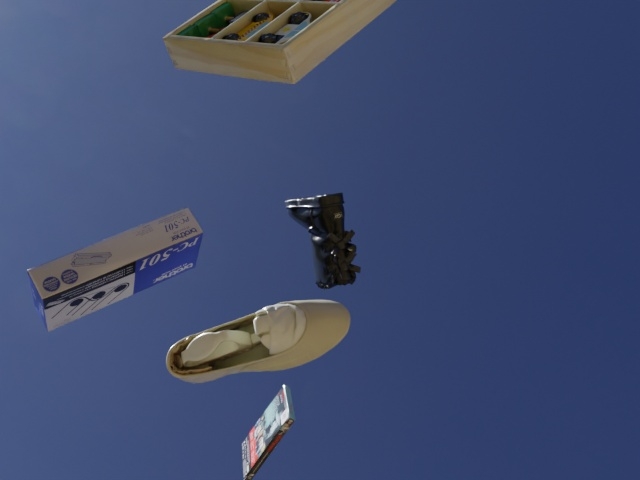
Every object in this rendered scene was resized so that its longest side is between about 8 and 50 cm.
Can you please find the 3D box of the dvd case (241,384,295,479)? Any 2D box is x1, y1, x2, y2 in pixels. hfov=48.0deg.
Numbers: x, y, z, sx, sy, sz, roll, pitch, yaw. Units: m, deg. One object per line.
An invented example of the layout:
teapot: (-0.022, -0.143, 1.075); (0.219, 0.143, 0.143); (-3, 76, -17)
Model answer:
dvd case: (-0.077, 0.277, 1.035); (0.013, 0.087, 0.119); (30, -77, -17)

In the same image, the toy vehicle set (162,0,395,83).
toy vehicle set: (-0.014, -0.250, 0.744); (0.166, 0.267, 0.035); (16, -42, 36)

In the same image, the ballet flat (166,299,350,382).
ballet flat: (-0.086, 0.127, 0.914); (0.248, 0.086, 0.086); (-20, -70, 13)

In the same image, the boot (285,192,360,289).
boot: (0.000, 0.000, 0.790); (0.045, 0.121, 0.099); (-11, -85, -24)

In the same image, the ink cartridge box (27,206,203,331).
ink cartridge box: (-0.251, 0.035, 0.895); (0.207, 0.097, 0.046); (-25, -109, -27)
